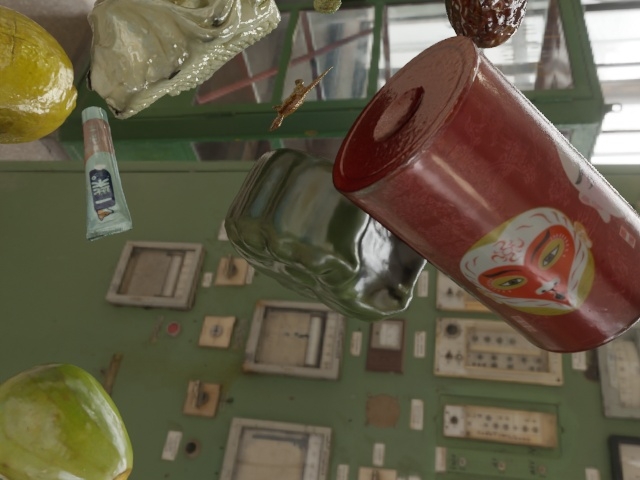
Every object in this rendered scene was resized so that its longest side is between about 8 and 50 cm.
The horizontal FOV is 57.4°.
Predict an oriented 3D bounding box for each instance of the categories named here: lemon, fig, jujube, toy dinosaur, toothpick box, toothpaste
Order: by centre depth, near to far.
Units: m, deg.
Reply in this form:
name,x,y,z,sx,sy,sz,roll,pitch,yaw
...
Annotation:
name,x,y,z,sx,sy,sz,roll,pitch,yaw
toothpick box,0.201,-0.039,0.659,0.333,0.204,0.204,36,42,-23
toothpaste,-0.281,-0.090,0.750,0.036,0.056,0.205,80,-8,-58
jujube,0.343,-0.527,1.198,0.243,0.183,0.183,80,16,-54
lemon,-0.671,-0.341,1.216,0.297,0.297,0.297,1,90,-78
fig,-0.546,0.416,1.232,0.258,0.326,0.258,-51,179,-2
toy dinosaur,-0.044,-0.306,1.252,0.039,0.162,0.126,45,32,-28

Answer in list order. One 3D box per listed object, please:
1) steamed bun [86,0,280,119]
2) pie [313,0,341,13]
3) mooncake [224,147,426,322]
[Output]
name,x,y,z,sx,sy,sz,roll,pitch,yaw
steamed bun,-0.279,-0.416,1.077,0.237,0.394,0.347,56,-23,-10
pie,0.020,-0.675,1.649,0.021,0.084,0.084,24,68,-70
mooncake,0.000,0.000,1.001,0.187,0.351,0.351,-63,163,-10
